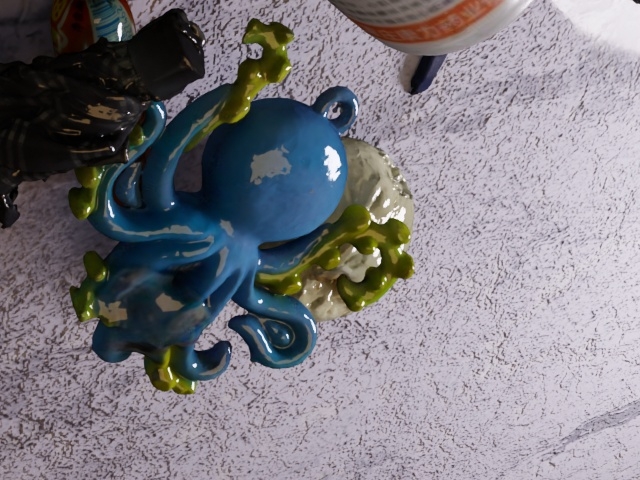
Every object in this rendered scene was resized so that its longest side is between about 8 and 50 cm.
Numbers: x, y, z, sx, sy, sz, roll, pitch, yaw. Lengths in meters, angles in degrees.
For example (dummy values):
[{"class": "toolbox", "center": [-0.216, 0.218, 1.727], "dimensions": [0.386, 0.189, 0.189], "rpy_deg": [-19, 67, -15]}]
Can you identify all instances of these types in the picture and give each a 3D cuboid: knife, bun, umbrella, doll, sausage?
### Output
[{"class": "knife", "center": [0.114, -0.189, 1.373], "dimensions": [0.031, 0.018, 0.121], "rpy_deg": [-13, 140, -36]}, {"class": "bun", "center": [0.000, 0.000, 1.401], "dimensions": [0.220, 0.134, 0.220], "rpy_deg": [-17, 141, -15]}, {"class": "umbrella", "center": [-0.240, -0.065, 1.085], "dimensions": [0.337, 0.128, 0.154], "rpy_deg": [-14, 112, 7]}, {"class": "doll", "center": [-0.085, -0.012, 1.253], "dimensions": [0.341, 0.099, 0.346], "rpy_deg": [-41, 132, 10]}, {"class": "sausage", "center": [-0.181, -0.125, 1.176], "dimensions": [0.083, 0.083, 0.264], "rpy_deg": [-21, 140, -17]}]

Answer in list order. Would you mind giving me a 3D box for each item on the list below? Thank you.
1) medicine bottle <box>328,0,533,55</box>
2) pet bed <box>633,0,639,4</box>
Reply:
[{"class": "medicine bottle", "center": [0.018, -0.302, 1.014], "dimensions": [0.211, 0.211, 0.371], "rpy_deg": [-43, 143, 12]}, {"class": "pet bed", "center": [0.343, -0.329, 1.260], "dimensions": [0.211, 0.183, 0.159], "rpy_deg": [-7, 142, -29]}]
